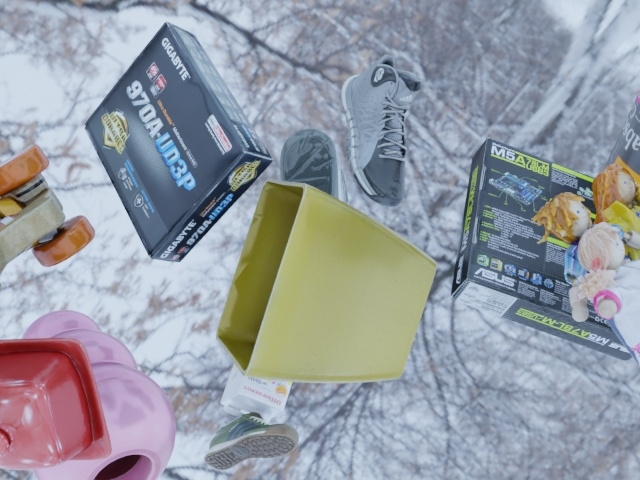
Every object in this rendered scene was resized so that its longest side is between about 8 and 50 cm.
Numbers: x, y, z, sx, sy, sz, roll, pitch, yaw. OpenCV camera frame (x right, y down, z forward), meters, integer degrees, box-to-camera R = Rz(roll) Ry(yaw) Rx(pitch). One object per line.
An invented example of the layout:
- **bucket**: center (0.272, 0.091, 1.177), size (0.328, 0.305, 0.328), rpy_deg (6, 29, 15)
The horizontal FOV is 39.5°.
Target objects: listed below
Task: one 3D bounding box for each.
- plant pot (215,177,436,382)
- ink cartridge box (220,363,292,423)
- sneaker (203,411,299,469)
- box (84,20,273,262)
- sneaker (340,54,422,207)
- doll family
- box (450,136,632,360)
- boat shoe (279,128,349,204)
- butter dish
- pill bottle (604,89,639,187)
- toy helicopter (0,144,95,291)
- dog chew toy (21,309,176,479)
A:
- **plant pot**: center (0.010, 0.059, 1.048), size (0.187, 0.212, 0.212), rpy_deg (18, -179, -17)
- **ink cartridge box**: center (-0.104, 0.243, 1.551), size (0.092, 0.090, 0.143), rpy_deg (25, -121, -14)
- **sneaker**: center (-0.111, 0.319, 1.490), size (0.064, 0.192, 0.086), rpy_deg (48, -144, -26)
- **box**: center (-0.169, -0.112, 1.022), size (0.051, 0.175, 0.220), rpy_deg (13, -141, -52)
- **sneaker**: center (0.101, -0.172, 1.293), size (0.086, 0.132, 0.229), rpy_deg (6, -120, -37)
- **doll family**: center (0.257, 0.018, 0.736), size (0.263, 0.118, 0.163), rpy_deg (-33, -92, -41)
- **box**: center (0.233, 0.005, 0.882), size (0.190, 0.045, 0.184), rpy_deg (19, -128, -7)
- **boat shoe**: center (-0.002, -0.001, 1.324), size (0.103, 0.118, 0.320), rpy_deg (16, -111, -72)
- **butter dish**: center (-0.339, 0.201, 1.006), size (0.160, 0.160, 0.118), rpy_deg (-3, -161, 17)
- **pill bottle**: center (0.447, -0.107, 1.092), size (0.162, 0.278, 0.162), rpy_deg (10, -145, -7)
- **toy helicopter**: center (-0.405, 0.026, 1.029), size (0.140, 0.235, 0.355), rpy_deg (61, 179, -19)
- **dog chew toy**: center (-0.347, 0.227, 1.308), size (0.206, 0.207, 0.332), rpy_deg (20, -159, -45)
